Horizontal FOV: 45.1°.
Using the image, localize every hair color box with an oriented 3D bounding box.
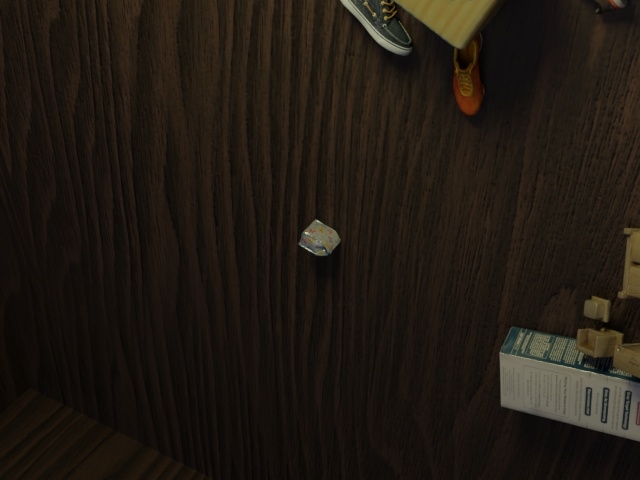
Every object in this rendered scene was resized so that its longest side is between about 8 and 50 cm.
[{"bbox_3d":[0.581,0.317,1.706,0.347,0.105,0.173,10,128,28],"label":"hair color box"}]

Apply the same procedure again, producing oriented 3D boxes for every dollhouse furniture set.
[{"bbox_3d":[0.675,0.079,1.492,0.303,0.174,0.355,-159,71,-65],"label":"dollhouse furniture set"}]

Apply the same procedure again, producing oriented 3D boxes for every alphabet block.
[{"bbox_3d":[0.241,-0.474,1.283,0.193,0.192,0.197,37,134,2],"label":"alphabet block"}]

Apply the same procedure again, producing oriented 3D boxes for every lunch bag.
[{"bbox_3d":[0.000,0.000,1.875,0.083,0.071,0.053,29,132,11],"label":"lunch bag"}]

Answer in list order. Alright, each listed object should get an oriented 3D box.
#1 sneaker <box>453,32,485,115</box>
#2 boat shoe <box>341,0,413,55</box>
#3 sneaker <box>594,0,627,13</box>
[{"bbox_3d":[0.274,-0.315,1.465,0.064,0.067,0.175,7,127,27],"label":"sneaker"},{"bbox_3d":[0.121,-0.440,1.472,0.183,0.065,0.083,44,136,-1],"label":"boat shoe"},{"bbox_3d":[0.441,-0.440,1.270,0.065,0.061,0.158,-20,109,48],"label":"sneaker"}]
